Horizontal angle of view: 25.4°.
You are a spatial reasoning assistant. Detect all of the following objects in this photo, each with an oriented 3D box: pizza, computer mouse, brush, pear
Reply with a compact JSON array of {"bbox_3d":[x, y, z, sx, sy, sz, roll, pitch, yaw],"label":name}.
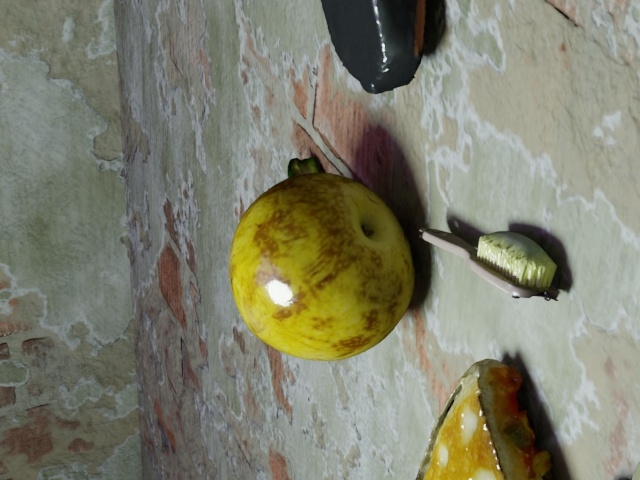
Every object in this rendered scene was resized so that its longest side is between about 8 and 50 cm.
[{"bbox_3d":[0.243,0.409,1.813,0.406,0.130,0.440,53,139,47],"label":"pizza"},{"bbox_3d":[0.069,-0.352,1.825,0.183,0.116,0.323,29,136,62],"label":"computer mouse"},{"bbox_3d":[0.208,0.008,1.768,0.313,0.072,0.067,-146,70,-67],"label":"brush"},{"bbox_3d":[-0.002,0.043,2.036,0.281,0.281,0.280,167,90,-70],"label":"pear"}]

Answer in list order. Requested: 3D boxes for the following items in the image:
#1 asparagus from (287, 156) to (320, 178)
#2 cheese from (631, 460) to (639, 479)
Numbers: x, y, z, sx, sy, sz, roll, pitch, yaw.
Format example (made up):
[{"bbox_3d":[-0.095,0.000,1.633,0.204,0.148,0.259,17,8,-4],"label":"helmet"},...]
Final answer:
[{"bbox_3d":[0.000,0.000,2.291,0.080,0.080,0.287,159,97,-70],"label":"asparagus"},{"bbox_3d":[0.400,0.282,1.320,0.326,0.115,0.318,-156,55,-65],"label":"cheese"}]
